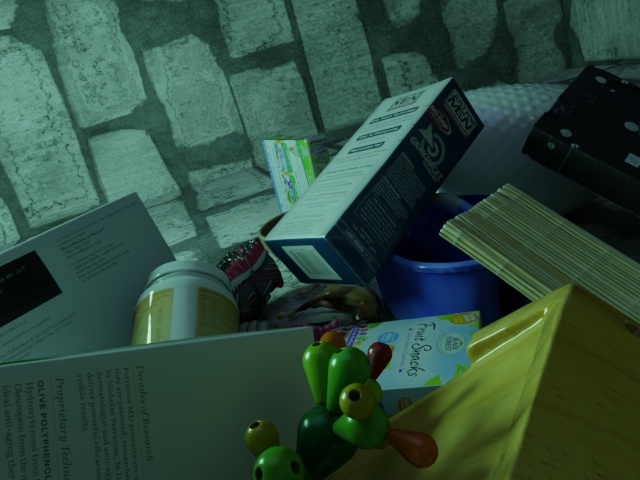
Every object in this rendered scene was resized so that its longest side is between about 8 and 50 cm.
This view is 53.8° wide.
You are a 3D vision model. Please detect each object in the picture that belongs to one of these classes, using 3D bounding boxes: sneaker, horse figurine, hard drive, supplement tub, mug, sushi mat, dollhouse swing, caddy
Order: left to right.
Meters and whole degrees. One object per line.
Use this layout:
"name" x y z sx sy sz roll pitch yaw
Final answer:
"supplement tub" -0.178 0.139 0.835 0.144 0.144 0.199 -14 46 6
"sneaker" -0.155 0.115 1.089 0.121 0.112 0.299 -22 22 42
"sneaker" 0.005 0.143 0.972 0.119 0.047 0.057 -8 -1 18
"horse figurine" 0.028 0.078 1.105 0.174 0.066 0.263 -17 18 16
"caddy" 0.206 0.014 0.956 0.241 0.179 0.341 -20 17 -17
"mug" 0.383 -0.153 1.244 0.328 0.276 0.374 -9 -11 9
"dollhouse swing" 0.142 0.254 0.452 0.315 0.305 0.347 34 34 11
"sushi mat" 0.309 0.043 0.748 0.151 0.019 0.316 -31 56 -33
"hard drive" 0.512 -0.129 0.966 0.339 0.064 0.237 32 54 19

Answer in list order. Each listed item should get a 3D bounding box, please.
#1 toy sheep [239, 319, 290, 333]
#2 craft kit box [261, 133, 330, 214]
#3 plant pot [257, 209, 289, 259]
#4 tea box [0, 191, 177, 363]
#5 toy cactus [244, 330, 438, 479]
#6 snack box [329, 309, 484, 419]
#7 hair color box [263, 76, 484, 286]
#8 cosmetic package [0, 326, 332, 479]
"toy sheep" -0.101 0.161 0.928 0.132 0.091 0.091 -28 16 6
"craft kit box" -0.041 -0.128 1.502 0.061 0.250 0.246 -20 18 -22
"plant pot" 0.000 0.000 1.296 0.237 0.110 0.237 -15 17 5
"tea box" -0.426 0.125 0.956 0.323 0.220 0.329 -22 10 41
"toy cactus" 0.003 0.160 0.445 0.112 0.180 0.219 24 9 6
"snack box" 0.097 0.161 0.769 0.207 0.070 0.174 -8 18 17
"hair color box" 0.087 -0.090 0.971 0.347 0.105 0.174 -51 25 -23
"cosmetic package" -0.175 0.166 0.514 0.197 0.155 0.365 -13 -8 33
